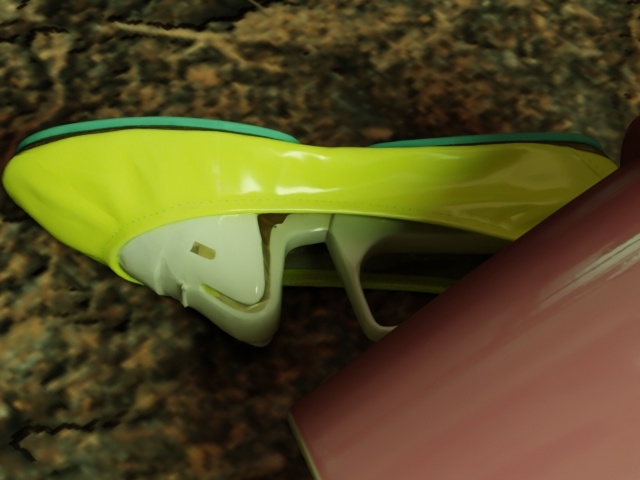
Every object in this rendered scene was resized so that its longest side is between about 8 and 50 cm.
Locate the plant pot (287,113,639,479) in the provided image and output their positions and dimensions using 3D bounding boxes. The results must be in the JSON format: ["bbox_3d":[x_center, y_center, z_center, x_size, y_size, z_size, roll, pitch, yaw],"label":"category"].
[{"bbox_3d":[0.097,0.070,0.530,0.180,0.201,0.201,-24,51,-2],"label":"plant pot"}]

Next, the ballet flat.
[{"bbox_3d":[0.000,0.000,0.661,0.231,0.077,0.077,1,64,-4],"label":"ballet flat"}]
